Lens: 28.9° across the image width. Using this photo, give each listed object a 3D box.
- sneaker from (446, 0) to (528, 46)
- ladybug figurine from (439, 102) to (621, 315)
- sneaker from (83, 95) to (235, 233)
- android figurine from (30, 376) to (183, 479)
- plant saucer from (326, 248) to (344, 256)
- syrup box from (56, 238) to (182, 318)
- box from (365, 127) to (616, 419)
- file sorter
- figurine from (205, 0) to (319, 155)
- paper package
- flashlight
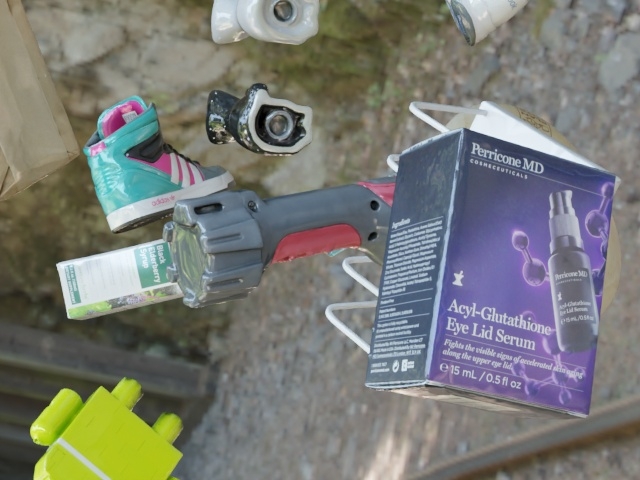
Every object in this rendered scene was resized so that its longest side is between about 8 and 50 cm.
[{"bbox_3d":[0.227,-0.340,1.599,0.111,0.129,0.297,59,-164,-25],"label":"sneaker"},{"bbox_3d":[0.278,-0.022,1.804,0.162,0.305,0.449,-56,18,41],"label":"ladybug figurine"},{"bbox_3d":[-0.241,-0.122,1.798,0.178,0.124,0.295,67,-155,-1],"label":"sneaker"},{"bbox_3d":[-0.315,0.332,1.837,0.056,0.248,0.273,-41,12,43],"label":"android figurine"},{"bbox_3d":[0.056,-0.031,1.811,0.192,0.067,0.018,-31,40,40],"label":"plant saucer"},{"bbox_3d":[-0.294,0.058,2.013,0.096,0.237,0.093,79,178,-84],"label":"syrup box"},{"bbox_3d":[0.138,0.031,1.005,0.108,0.153,0.207,163,118,-65],"label":"box"},{"bbox_3d":[0.152,0.009,1.359,0.193,0.173,0.277,38,116,36],"label":"file sorter"},{"bbox_3d":[-0.090,-0.216,1.532,0.209,0.092,0.214,13,101,62],"label":"figurine"},{"bbox_3d":[-0.544,-0.248,1.937,0.325,0.168,0.309,22,136,56],"label":"paper package"},{"bbox_3d":[0.000,0.000,1.168,0.103,0.304,0.103,57,139,24],"label":"flashlight"}]
